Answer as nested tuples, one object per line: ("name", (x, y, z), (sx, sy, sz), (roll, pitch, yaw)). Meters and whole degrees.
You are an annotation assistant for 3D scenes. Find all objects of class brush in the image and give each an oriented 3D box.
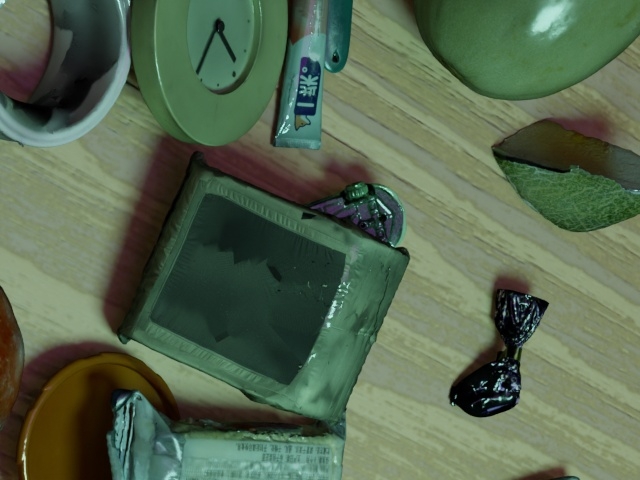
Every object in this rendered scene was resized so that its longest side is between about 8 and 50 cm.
("brush", (0.022, -0.271, 1.958), (0.043, 0.032, 0.193), (1, 91, -31))

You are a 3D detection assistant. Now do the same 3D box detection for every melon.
("melon", (0.233, -0.291, 1.956), (0.271, 0.271, 0.308), (24, 73, -30))
("melon", (0.294, -0.061, 2.097), (0.093, 0.202, 0.139), (-57, 154, -36))

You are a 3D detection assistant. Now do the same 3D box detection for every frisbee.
("frisbee", (-0.218, 0.203, 1.839), (0.192, 0.035, 0.192), (-4, 96, -40))

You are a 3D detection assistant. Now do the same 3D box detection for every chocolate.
("chocolate", (0.201, 0.127, 2.079), (0.147, 0.072, 0.070), (-68, 161, 0))

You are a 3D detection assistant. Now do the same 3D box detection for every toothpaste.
("toothpaste", (-0.015, -0.196, 1.942), (0.056, 0.036, 0.205), (2, 96, -29))

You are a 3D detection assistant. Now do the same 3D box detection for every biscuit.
("biscuit", (-0.087, 0.244, 1.881), (0.309, 0.079, 0.186), (6, 87, -40))

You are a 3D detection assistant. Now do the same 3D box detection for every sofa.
("sofa", (-0.054, 0.050, 1.866), (0.210, 0.225, 0.176), (-69, 164, 0))

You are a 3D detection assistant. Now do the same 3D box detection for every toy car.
("toy car", (0.000, 0.000, 1.947), (0.186, 0.058, 0.093), (-20, 98, -16))

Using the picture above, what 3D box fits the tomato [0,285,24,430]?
("tomato", (-0.360, 0.079, 1.692), (0.214, 0.180, 0.155), (44, 54, -33))

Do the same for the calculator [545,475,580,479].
("calculator", (0.196, 0.377, 2.099), (0.268, 0.040, 0.177), (-25, 105, -26))

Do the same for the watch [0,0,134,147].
("watch", (-0.305, -0.178, 1.711), (0.231, 0.196, 0.244), (37, 72, -49))

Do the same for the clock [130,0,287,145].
("clock", (-0.104, -0.208, 1.834), (0.235, 0.029, 0.235), (-20, 114, -57))
